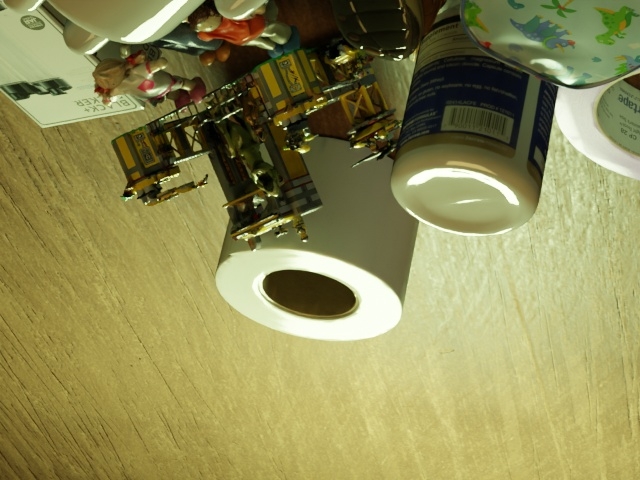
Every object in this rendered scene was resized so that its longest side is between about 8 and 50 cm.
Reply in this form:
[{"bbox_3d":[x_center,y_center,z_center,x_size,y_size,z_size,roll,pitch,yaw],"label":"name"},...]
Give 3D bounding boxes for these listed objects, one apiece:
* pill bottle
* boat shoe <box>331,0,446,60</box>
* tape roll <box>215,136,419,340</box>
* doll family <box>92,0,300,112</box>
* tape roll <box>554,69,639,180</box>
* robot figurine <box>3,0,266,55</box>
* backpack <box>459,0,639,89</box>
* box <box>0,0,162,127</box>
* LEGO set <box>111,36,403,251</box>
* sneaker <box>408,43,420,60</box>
[{"bbox_3d":[0.169,-0.151,1.826,0.153,0.265,0.153,11,151,6],"label":"pill bottle"},{"bbox_3d":[0.065,-0.332,1.699,0.122,0.120,0.324,25,140,31],"label":"boat shoe"},{"bbox_3d":[0.000,0.000,2.261,0.246,0.169,0.246,10,151,6],"label":"tape roll"},{"bbox_3d":[-0.158,-0.242,1.950,0.163,0.118,0.263,14,151,-42],"label":"doll family"},{"bbox_3d":[0.393,-0.166,1.893,0.274,0.090,0.275,10,152,5],"label":"tape roll"},{"bbox_3d":[-0.143,-0.314,1.573,0.300,0.200,0.353,32,131,-29],"label":"robot figurine"},{"bbox_3d":[0.266,-0.297,1.582,0.290,0.273,0.355,19,165,-25],"label":"backpack"},{"bbox_3d":[-0.335,-0.253,2.027,0.169,0.087,0.290,-7,146,31],"label":"box"},{"bbox_3d":[-0.053,-0.087,1.997,0.331,0.192,0.255,-23,180,26],"label":"LEGO set"},{"bbox_3d":[0.095,-0.234,1.956,0.037,0.032,0.083,18,149,18],"label":"sneaker"}]
